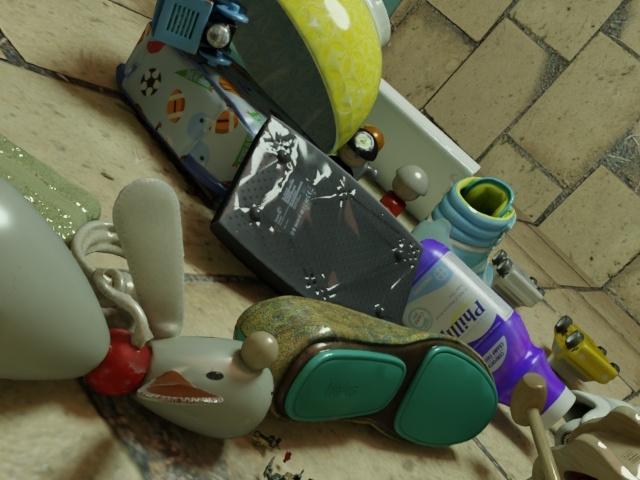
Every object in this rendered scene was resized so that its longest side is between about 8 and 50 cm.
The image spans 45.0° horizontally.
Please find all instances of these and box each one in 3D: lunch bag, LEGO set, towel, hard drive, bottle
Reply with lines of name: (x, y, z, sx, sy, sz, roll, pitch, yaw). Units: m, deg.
lunch bag: (-0.114, -0.150, 1.023, 0.303, 0.115, 0.243, 51, 18, 29)
LEGO set: (-0.028, 0.179, 0.579, 0.054, 0.023, 0.083, 36, 5, -24)
towel: (-0.253, -0.047, 0.626, 0.148, 0.027, 0.110, 37, 19, -12)
hard drive: (0.145, -0.185, 1.527, 0.307, 0.203, 0.040, 43, 55, 6)
bottle: (0.207, 0.128, 1.020, 0.283, 0.118, 0.092, 45, 18, 10)
hard drive: (0.000, 0.000, 0.863, 0.254, 0.054, 0.172, 39, 53, -24)

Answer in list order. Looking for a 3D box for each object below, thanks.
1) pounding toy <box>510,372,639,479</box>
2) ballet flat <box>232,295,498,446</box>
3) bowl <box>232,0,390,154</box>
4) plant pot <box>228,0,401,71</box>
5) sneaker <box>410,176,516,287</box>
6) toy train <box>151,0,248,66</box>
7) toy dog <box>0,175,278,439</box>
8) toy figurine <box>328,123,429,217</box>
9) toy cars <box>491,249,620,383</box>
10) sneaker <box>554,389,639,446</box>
pounding toy: (0.288, 0.278, 0.812, 0.154, 0.154, 0.269, -25, 52, -28)
ballet flat: (0.051, 0.121, 0.740, 0.348, 0.123, 0.123, 21, 27, -48)
bowl: (-0.001, -0.278, 1.045, 0.289, 0.156, 0.289, 51, -14, 18)
plant pot: (-0.045, -0.391, 1.367, 0.341, 0.334, 0.341, 37, 19, -15)
sneaker: (0.264, 0.000, 1.290, 0.127, 0.208, 0.319, 48, 18, 25)
toy train: (-0.148, -0.272, 0.939, 0.105, 0.080, 0.184, 20, 20, -17)
toy dog: (-0.141, 0.020, 0.463, 0.333, 0.161, 0.220, 11, 43, -56)
toy figurine: (0.045, -0.122, 1.221, 0.213, 0.148, 0.210, 25, 24, -40)
toy cars: (0.418, 0.150, 1.470, 0.176, 0.087, 0.394, 32, 16, -42)
sneaker: (0.369, 0.303, 0.987, 0.146, 0.123, 0.330, 23, 19, 1)
